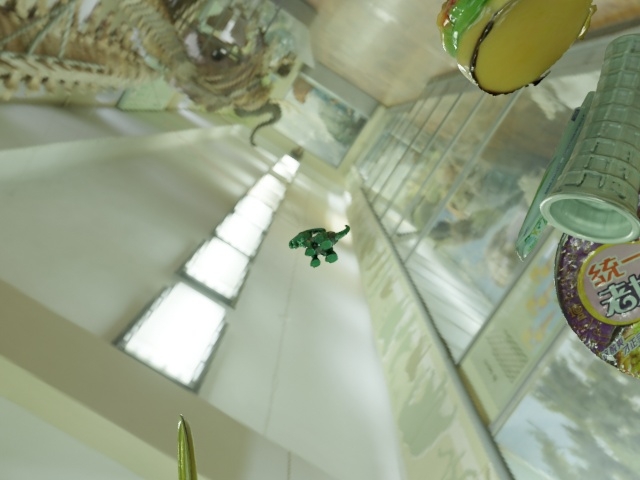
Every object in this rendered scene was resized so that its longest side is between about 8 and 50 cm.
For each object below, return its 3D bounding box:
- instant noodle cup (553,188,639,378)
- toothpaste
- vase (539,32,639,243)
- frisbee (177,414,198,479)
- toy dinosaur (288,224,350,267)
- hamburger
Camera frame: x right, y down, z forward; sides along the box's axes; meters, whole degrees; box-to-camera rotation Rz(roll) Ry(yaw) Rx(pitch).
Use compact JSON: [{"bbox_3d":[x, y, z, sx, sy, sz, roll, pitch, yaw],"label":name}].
[{"bbox_3d":[0.594,0.055,1.289,0.340,0.339,0.266,36,-162,21],"label":"instant noodle cup"},{"bbox_3d":[0.382,-0.105,1.210,0.048,0.296,0.075,25,174,28],"label":"toothpaste"},{"bbox_3d":[0.440,-0.158,1.116,0.143,0.298,0.143,22,163,7],"label":"vase"},{"bbox_3d":[-0.215,0.404,1.229,0.017,0.235,0.236,-2,-161,-15],"label":"frisbee"},{"bbox_3d":[0.000,0.000,1.540,0.096,0.132,0.059,-110,-3,-53],"label":"toy dinosaur"},{"bbox_3d":[0.276,-0.344,1.115,0.237,0.237,0.149,22,-147,-55],"label":"hamburger"}]
